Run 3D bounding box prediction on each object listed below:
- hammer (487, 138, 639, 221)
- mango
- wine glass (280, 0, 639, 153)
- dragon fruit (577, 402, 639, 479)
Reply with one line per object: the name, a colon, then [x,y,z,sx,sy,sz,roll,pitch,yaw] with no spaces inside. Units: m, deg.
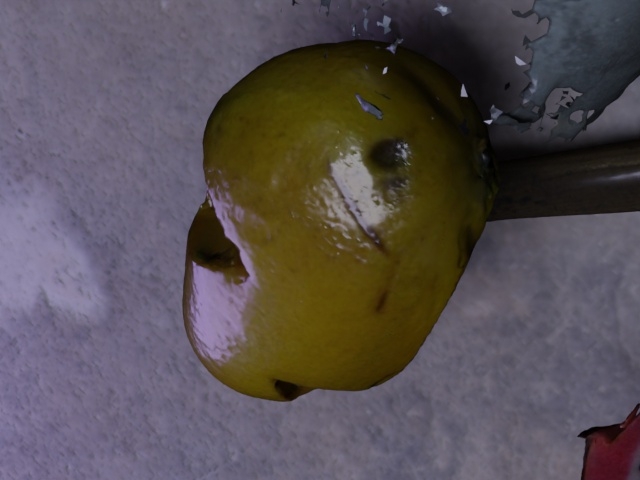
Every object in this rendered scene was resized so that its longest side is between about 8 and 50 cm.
hammer: [0.174,-0.035,0.980,0.440,0.044,0.168,-5,116,29]
mango: [0.000,0.000,0.981,0.167,0.130,0.262,30,133,9]
wine glass: [0.137,-0.212,0.809,0.190,0.190,0.357,37,124,4]
dragon fruit: [0.294,0.197,0.926,0.305,0.305,0.226,-2,144,28]
